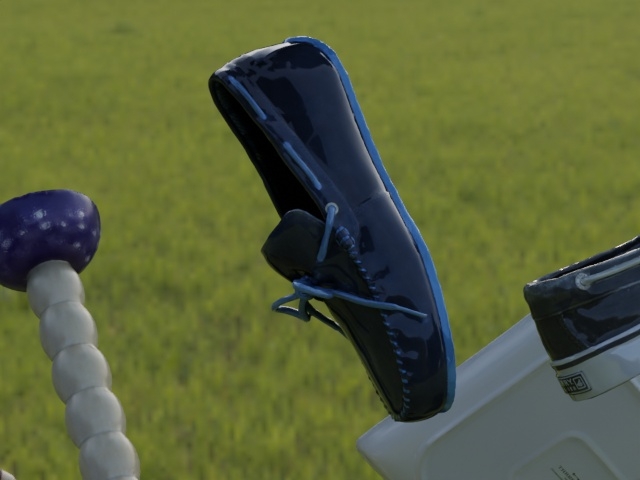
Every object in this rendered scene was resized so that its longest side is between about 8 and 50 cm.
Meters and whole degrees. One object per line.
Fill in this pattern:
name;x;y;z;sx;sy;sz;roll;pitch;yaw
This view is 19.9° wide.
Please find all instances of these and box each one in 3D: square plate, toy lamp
square plate;0.271;0.256;1.973;0.344;0.347;0.049;-38;12;20
toy lamp;-0.107;0.104;0.892;0.080;0.275;0.080;-18;-30;-11

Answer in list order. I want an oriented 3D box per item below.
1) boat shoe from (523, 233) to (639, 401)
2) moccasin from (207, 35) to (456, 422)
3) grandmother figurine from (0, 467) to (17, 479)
boat shoe;0.273;-0.002;1.278;0.306;0.105;0.113;-27;2;-17
moccasin;0.000;0.000;1.480;0.116;0.342;0.138;-14;-26;-23
grandmother figurine;-0.354;0.286;1.878;0.104;0.342;0.208;-43;7;1
